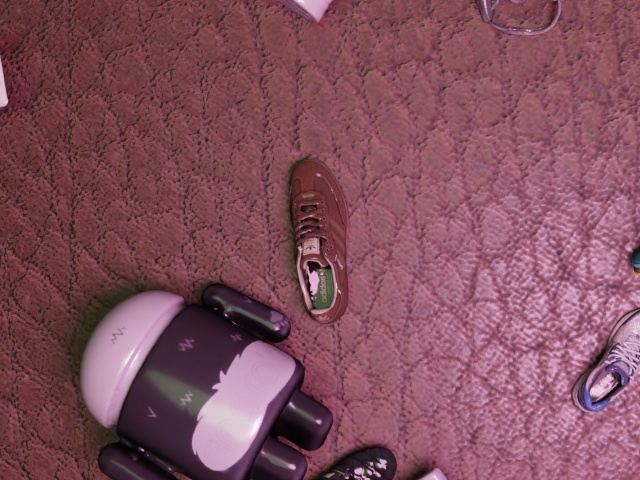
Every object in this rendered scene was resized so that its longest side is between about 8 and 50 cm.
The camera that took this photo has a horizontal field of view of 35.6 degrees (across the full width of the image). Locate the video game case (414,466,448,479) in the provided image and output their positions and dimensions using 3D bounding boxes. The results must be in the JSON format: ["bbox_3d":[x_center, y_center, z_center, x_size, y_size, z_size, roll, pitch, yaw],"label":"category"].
[{"bbox_3d":[0.103,0.384,1.104,0.212,0.023,0.193,-38,85,21],"label":"video game case"}]

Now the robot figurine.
[{"bbox_3d":[-0.127,0.170,1.091,0.278,0.209,0.173,28,115,7],"label":"robot figurine"}]

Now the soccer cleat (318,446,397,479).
[{"bbox_3d":[0.009,0.293,1.117,0.179,0.072,0.060,-33,85,7],"label":"soccer cleat"}]

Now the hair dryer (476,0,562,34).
[{"bbox_3d":[0.166,-0.379,1.094,0.294,0.080,0.223,28,94,8],"label":"hair dryer"}]

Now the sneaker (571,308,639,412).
[{"bbox_3d":[0.328,0.134,1.080,0.052,0.058,0.135,34,94,7],"label":"sneaker"}]

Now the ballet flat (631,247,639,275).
[{"bbox_3d":[0.441,-0.022,1.060,0.231,0.077,0.077,-43,101,4],"label":"ballet flat"}]

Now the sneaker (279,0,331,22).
[{"bbox_3d":[-0.072,-0.398,1.122,0.292,0.108,0.169,36,93,-3],"label":"sneaker"}]

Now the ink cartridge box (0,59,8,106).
[{"bbox_3d":[-0.452,-0.189,1.191,0.181,0.061,0.104,-10,89,8],"label":"ink cartridge box"}]

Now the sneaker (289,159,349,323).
[{"bbox_3d":[0.000,0.000,1.120,0.066,0.071,0.188,-10,89,8],"label":"sneaker"}]
